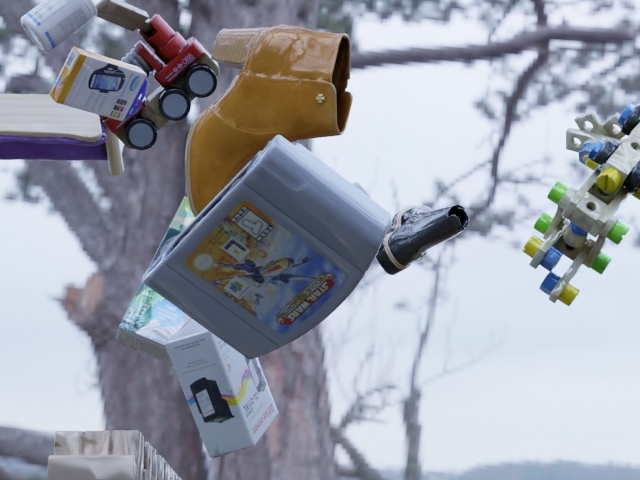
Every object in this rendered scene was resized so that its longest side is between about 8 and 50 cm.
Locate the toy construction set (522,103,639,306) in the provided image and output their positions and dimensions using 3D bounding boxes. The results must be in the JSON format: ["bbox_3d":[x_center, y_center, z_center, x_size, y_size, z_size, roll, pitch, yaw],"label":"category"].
[{"bbox_3d":[0.406,-0.077,2.020,0.151,0.327,0.215,23,-42,4],"label":"toy construction set"}]

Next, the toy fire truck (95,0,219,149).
[{"bbox_3d":[-0.325,-0.306,2.459,0.246,0.217,0.158,48,6,-16],"label":"toy fire truck"}]

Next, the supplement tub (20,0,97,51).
[{"bbox_3d":[-0.422,-0.360,2.276,0.071,0.107,0.071,46,-15,16],"label":"supplement tub"}]

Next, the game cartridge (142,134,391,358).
[{"bbox_3d":[-0.060,0.021,1.701,0.198,0.062,0.297,39,-52,-9],"label":"game cartridge"}]

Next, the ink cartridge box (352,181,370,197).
[{"bbox_3d":[0.000,0.000,2.232,0.145,0.045,0.179,-28,-24,-28],"label":"ink cartridge box"}]

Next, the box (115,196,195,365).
[{"bbox_3d":[-0.195,0.090,2.496,0.232,0.322,0.058,23,-40,-2],"label":"box"}]

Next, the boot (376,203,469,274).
[{"bbox_3d":[0.170,-0.023,2.048,0.137,0.077,0.198,-30,11,27],"label":"boot"}]

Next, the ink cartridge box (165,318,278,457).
[{"bbox_3d":[-0.133,0.192,1.946,0.072,0.175,0.127,-17,10,18],"label":"ink cartridge box"}]

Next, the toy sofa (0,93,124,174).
[{"bbox_3d":[-0.560,-0.199,2.686,0.363,0.177,0.150,1,-46,2],"label":"toy sofa"}]

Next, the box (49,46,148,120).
[{"bbox_3d":[-0.312,-0.221,2.022,0.136,0.081,0.028,13,24,-46],"label":"box"}]

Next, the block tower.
[{"bbox_3d":[-0.215,0.286,1.555,0.097,0.090,0.335,0,-20,3],"label":"block tower"}]

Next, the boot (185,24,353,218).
[{"bbox_3d":[-0.067,-0.153,1.957,0.211,0.295,0.104,11,3,28],"label":"boot"}]
